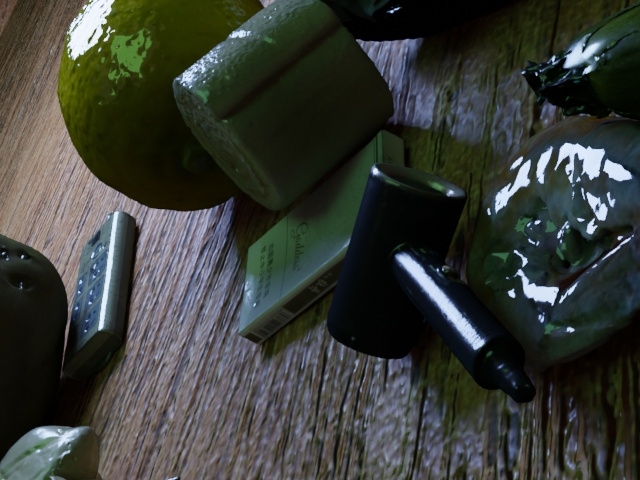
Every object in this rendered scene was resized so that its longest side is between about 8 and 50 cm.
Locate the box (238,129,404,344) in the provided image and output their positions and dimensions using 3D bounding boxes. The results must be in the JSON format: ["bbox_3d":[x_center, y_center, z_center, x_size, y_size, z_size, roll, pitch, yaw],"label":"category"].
[{"bbox_3d":[0.000,0.000,0.955,0.198,0.029,0.109,-39,32,35],"label":"box"}]

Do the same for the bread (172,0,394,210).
[{"bbox_3d":[-0.033,-0.121,0.965,0.141,0.148,0.134,-40,26,-12],"label":"bread"}]

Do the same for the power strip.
[{"bbox_3d":[-0.266,0.052,1.346,0.092,0.034,0.268,-43,30,28],"label":"power strip"}]

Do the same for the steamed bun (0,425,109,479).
[{"bbox_3d":[-0.251,0.268,1.024,0.192,0.106,0.177,-54,37,-12],"label":"steamed bun"}]

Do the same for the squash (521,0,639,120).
[{"bbox_3d":[0.245,-0.110,0.566,0.331,0.087,0.087,-11,52,43],"label":"squash"}]

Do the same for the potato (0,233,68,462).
[{"bbox_3d":[-0.412,0.150,1.266,0.243,0.221,0.326,-164,95,-80],"label":"potato"}]

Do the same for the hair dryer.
[{"bbox_3d":[0.069,0.050,0.691,0.255,0.070,0.128,-119,44,-65],"label":"hair dryer"}]

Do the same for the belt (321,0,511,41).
[{"bbox_3d":[0.079,-0.261,0.929,0.289,0.184,0.164,-18,52,60],"label":"belt"}]

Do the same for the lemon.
[{"bbox_3d":[-0.149,-0.164,1.143,0.245,0.245,0.320,-49,34,18],"label":"lemon"}]

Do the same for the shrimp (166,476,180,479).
[{"bbox_3d":[-0.165,0.328,0.870,0.152,0.063,0.287,-31,37,61],"label":"shrimp"}]

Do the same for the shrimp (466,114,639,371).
[{"bbox_3d":[0.169,0.011,0.628,0.164,0.062,0.317,-65,23,3],"label":"shrimp"}]
